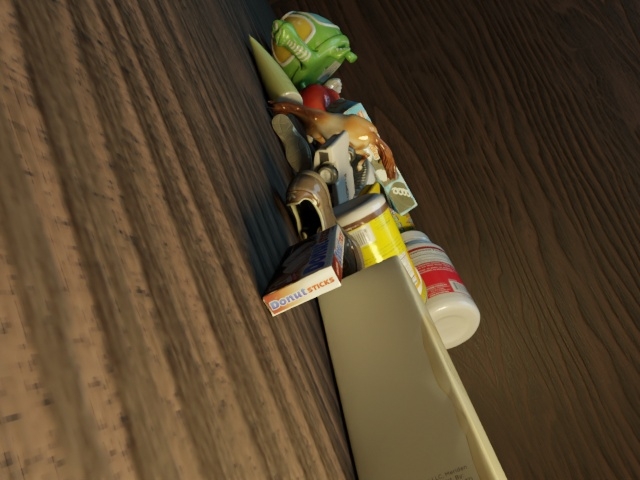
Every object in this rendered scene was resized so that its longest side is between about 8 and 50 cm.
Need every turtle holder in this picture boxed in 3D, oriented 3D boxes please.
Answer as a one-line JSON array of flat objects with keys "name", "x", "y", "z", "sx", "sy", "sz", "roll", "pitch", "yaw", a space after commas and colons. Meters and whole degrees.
[{"name": "turtle holder", "x": -0.057, "y": -0.594, "z": 1.572, "sx": 0.227, "sy": 0.243, "sz": 0.320, "roll": 49, "pitch": 48, "yaw": 2}]

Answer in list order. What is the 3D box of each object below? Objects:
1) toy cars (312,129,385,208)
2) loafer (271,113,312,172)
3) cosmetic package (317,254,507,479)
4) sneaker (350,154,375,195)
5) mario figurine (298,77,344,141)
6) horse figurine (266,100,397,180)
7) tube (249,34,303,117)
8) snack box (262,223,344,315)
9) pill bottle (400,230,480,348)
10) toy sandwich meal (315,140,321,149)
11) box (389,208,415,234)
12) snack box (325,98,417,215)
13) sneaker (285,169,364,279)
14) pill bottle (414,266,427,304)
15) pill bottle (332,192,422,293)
[{"name": "toy cars", "x": 0.048, "y": -0.059, "z": 0.961, "sx": 0.394, "sy": 0.087, "sz": 0.176, "roll": 42, "pitch": 57, "yaw": -62}, {"name": "loafer", "x": -0.047, "y": -0.171, "z": 0.897, "sx": 0.125, "sy": 0.045, "sz": 0.039, "roll": 63, "pitch": 2, "yaw": 14}, {"name": "cosmetic package", "x": 0.099, "y": 0.181, "z": 0.510, "sx": 0.160, "sy": 0.113, "sz": 0.309, "roll": 56, "pitch": 13, "yaw": -38}, {"name": "sneaker", "x": 0.092, "y": -0.134, "z": 1.285, "sx": 0.150, "sy": 0.135, "sz": 0.366, "roll": 55, "pitch": 12, "yaw": -22}, {"name": "mario figurine", "x": 0.042, "y": -0.400, "z": 1.548, "sx": 0.198, "sy": 0.170, "sz": 0.320, "roll": 49, "pitch": 11, "yaw": 6}, {"name": "horse figurine", "x": 0.039, "y": -0.205, "z": 0.982, "sx": 0.263, "sy": 0.066, "sz": 0.174, "roll": 22, "pitch": -15, "yaw": 19}, {"name": "tube", "x": -0.102, "y": -0.354, "z": 1.064, "sx": 0.070, "sy": 0.062, "sz": 0.240, "roll": 110, "pitch": -33, "yaw": -40}, {"name": "snack box", "x": -0.010, "y": 0.022, "z": 0.485, "sx": 0.022, "sy": 0.064, "sz": 0.178, "roll": 64, "pitch": 9, "yaw": -10}, {"name": "pill bottle", "x": 0.363, "y": 0.155, "z": 1.707, "sx": 0.229, "sy": 0.229, "sz": 0.407, "roll": 56, "pitch": 11, "yaw": -38}, {"name": "toy sandwich meal", "x": 0.011, "y": -0.281, "z": 1.569, "sx": 0.085, "sy": 0.029, "sz": 0.085, "roll": 61, "pitch": 9, "yaw": -17}, {"name": "box", "x": 0.205, "y": -0.167, "z": 1.897, "sx": 0.290, "sy": 0.177, "sz": 0.279, "roll": 67, "pitch": 11, "yaw": 23}, {"name": "snack box", "x": 0.136, "y": -0.230, "z": 1.352, "sx": 0.322, "sy": 0.060, "sz": 0.187, "roll": 56, "pitch": -1, "yaw": -23}, {"name": "sneaker", "x": 0.000, "y": 0.000, "z": 0.675, "sx": 0.188, "sy": 0.066, "sz": 0.071, "roll": 61, "pitch": 34, "yaw": -24}, {"name": "pill bottle", "x": 0.150, "y": 0.098, "z": 1.002, "sx": 0.119, "sy": 0.119, "sz": 0.208, "roll": 67, "pitch": 9, "yaw": 20}, {"name": "pill bottle", "x": 0.085, "y": 0.042, "z": 0.783, "sx": 0.117, "sy": 0.117, "sz": 0.215, "roll": -80, "pitch": 146, "yaw": -75}]
